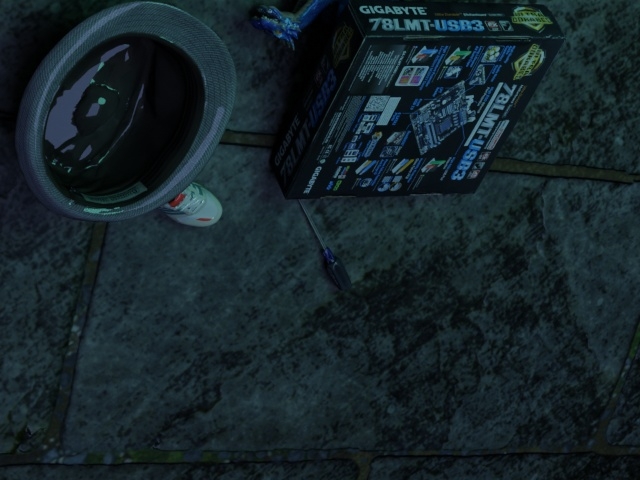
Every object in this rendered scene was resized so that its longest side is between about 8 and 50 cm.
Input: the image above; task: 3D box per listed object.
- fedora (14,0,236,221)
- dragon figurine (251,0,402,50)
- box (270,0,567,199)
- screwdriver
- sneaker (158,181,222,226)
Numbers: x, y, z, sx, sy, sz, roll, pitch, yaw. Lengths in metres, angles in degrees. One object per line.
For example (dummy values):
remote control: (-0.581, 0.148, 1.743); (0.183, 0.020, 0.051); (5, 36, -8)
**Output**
fedora: (-0.240, -0.158, 1.840); (0.244, 0.124, 0.275); (24, 100, -34)
dragon figurine: (0.052, -0.290, 1.957); (0.289, 0.085, 0.144); (5, 113, -30)
box: (0.119, -0.172, 1.998); (0.293, 0.073, 0.295); (-5, 143, -28)
screwdriver: (0.000, 0.000, 2.129); (0.024, 0.025, 0.170); (-33, 117, -9)
sneaker: (-0.179, -0.051, 1.962); (0.161, 0.075, 0.057); (34, 96, -37)
